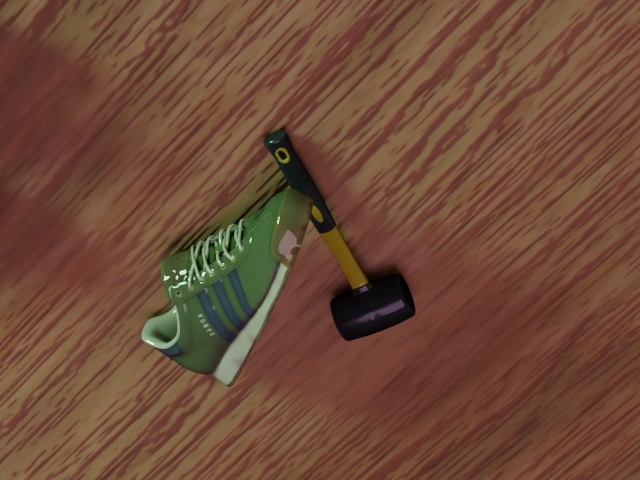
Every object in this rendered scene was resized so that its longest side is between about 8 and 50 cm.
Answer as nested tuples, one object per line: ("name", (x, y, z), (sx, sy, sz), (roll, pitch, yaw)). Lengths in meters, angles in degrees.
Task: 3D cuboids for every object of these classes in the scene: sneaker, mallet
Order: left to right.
("sneaker", (-0.076, 0.029, 1.172), (0.086, 0.064, 0.192), (21, 131, -8))
("mallet", (0.000, 0.000, 1.192), (0.062, 0.039, 0.189), (-29, 119, 17))
